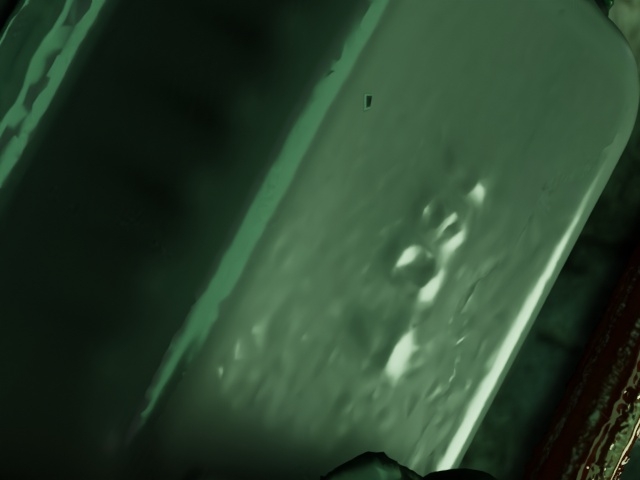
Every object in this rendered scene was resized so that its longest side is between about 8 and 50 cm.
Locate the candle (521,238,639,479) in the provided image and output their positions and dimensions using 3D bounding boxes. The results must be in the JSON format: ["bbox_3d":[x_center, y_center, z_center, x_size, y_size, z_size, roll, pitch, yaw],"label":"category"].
[{"bbox_3d":[0.164,0.031,0.795,0.051,0.048,0.329,28,88,-30],"label":"candle"}]

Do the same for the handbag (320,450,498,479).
[{"bbox_3d":[-0.023,0.172,0.544,0.260,0.079,0.247,-35,158,9],"label":"handbag"}]

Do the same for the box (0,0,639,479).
[{"bbox_3d":[0.000,0.000,0.598,0.264,0.106,0.336,31,86,-44],"label":"box"}]
